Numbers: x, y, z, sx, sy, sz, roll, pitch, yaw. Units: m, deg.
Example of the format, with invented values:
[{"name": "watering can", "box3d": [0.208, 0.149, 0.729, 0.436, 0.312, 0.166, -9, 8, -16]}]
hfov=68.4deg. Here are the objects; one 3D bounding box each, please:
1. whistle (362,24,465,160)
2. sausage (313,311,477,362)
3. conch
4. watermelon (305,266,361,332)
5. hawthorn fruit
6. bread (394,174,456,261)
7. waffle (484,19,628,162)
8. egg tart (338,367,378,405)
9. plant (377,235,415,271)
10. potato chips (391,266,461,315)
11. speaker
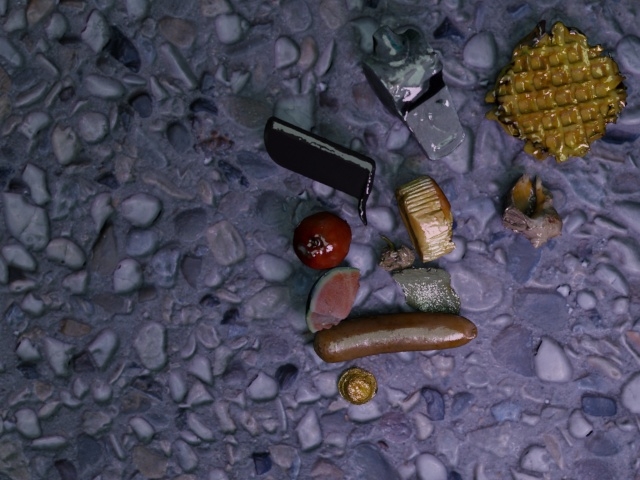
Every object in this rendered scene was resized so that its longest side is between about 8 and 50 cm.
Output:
[{"name": "whistle", "box3d": [0.283, -0.429, 1.379, 0.168, 0.188, 0.405, -36, 91, 5]}, {"name": "sausage", "box3d": [0.222, 0.289, 1.456, 0.500, 0.136, 0.123, -8, 111, 7]}, {"name": "conch", "box3d": [0.624, -0.095, 1.400, 0.163, 0.178, 0.245, -8, 60, 42]}, {"name": "watermelon", "box3d": [0.013, 0.158, 1.434, 0.128, 0.146, 0.231, 7, 63, 40]}, {"name": "hawthorn fruit", "box3d": [0.000, 0.000, 1.419, 0.185, 0.202, 0.185, 1, 94, 12]}, {"name": "bread", "box3d": [0.318, -0.067, 1.408, 0.133, 0.179, 0.250, -21, 92, 0]}, {"name": "waffle", "box3d": [0.706, -0.433, 1.404, 0.379, 0.095, 0.382, 37, 92, 0]}, {"name": "egg tart", "box3d": [0.120, 0.472, 1.518, 0.130, 0.052, 0.130, 0, 94, 6]}, {"name": "plant", "box3d": [0.231, 0.039, 1.482, 0.116, 0.104, 0.122, -1, 62, -30]}, {"name": "potato chips", "box3d": [0.340, 0.161, 1.478, 0.167, 0.059, 0.228, -30, 106, 13]}, {"name": "speaker", "box3d": [0.001, -0.212, 1.420, 0.388, 0.180, 0.184, 25, 100, 1]}]
